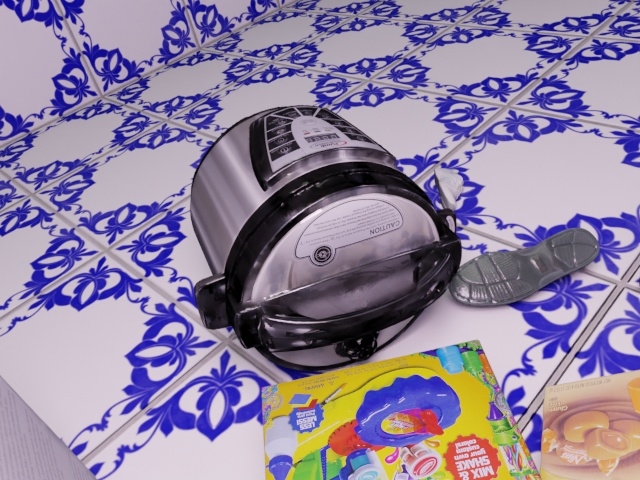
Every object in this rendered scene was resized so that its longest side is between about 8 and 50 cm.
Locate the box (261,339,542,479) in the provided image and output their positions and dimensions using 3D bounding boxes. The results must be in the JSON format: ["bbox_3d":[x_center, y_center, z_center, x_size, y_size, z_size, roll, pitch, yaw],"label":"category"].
[{"bbox_3d":[0.096,0.305,0.645,0.290,0.176,0.279,-14,39,1],"label":"box"}]

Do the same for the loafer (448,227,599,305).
[{"bbox_3d":[0.355,0.059,0.962,0.268,0.084,0.096,-19,69,1],"label":"loafer"}]

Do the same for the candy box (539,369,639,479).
[{"bbox_3d":[0.409,0.228,0.591,0.317,0.087,0.182,-25,25,38],"label":"candy box"}]

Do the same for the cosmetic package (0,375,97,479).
[{"bbox_3d":[-0.399,0.285,0.603,0.162,0.452,0.230,-30,40,-18],"label":"cosmetic package"}]

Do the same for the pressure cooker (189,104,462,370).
[{"bbox_3d":[0.002,0.004,0.903,0.369,0.376,0.420,-50,39,12],"label":"pressure cooker"}]

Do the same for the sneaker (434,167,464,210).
[{"bbox_3d":[0.291,-0.120,1.207,0.061,0.053,0.152,-6,38,7],"label":"sneaker"}]
